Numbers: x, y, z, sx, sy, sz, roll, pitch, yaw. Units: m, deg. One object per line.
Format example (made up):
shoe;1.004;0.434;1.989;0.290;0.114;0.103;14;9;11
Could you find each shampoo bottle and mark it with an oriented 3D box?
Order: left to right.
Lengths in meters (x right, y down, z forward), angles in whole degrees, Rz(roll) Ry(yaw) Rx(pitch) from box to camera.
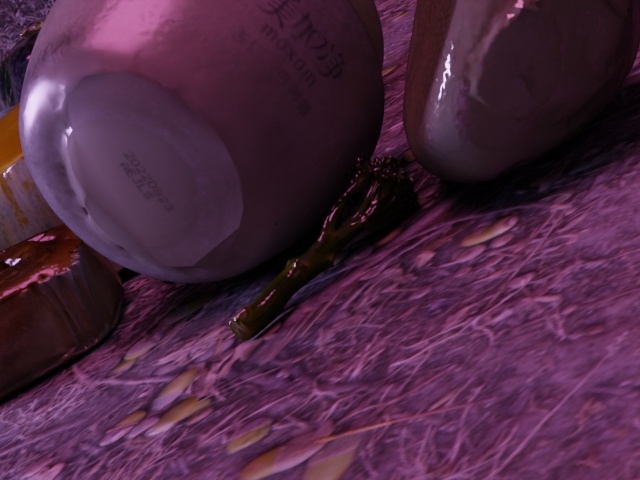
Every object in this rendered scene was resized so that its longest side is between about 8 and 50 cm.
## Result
shampoo bottle;-0.108;-0.132;1.296;0.322;0.322;0.317;-15;29;41

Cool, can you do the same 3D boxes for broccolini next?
broccolini;0.002;0.001;1.176;0.216;0.067;0.058;-42;-7;-33

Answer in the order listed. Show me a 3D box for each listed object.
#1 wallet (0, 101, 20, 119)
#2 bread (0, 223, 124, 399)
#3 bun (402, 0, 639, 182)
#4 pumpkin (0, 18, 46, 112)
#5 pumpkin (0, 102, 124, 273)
wallet;-0.368;-0.128;1.968;0.237;0.075;0.342;-26;40;13
bread;-0.307;0.072;1.401;0.210;0.110;0.192;-29;17;3
bun;0.179;-0.179;1.165;0.187;0.293;0.293;10;18;-3
pumpkin;-0.368;-0.257;2.268;0.323;0.241;0.323;-22;18;8
pumpkin;-0.275;-0.087;1.645;0.332;0.199;0.332;-36;14;11
